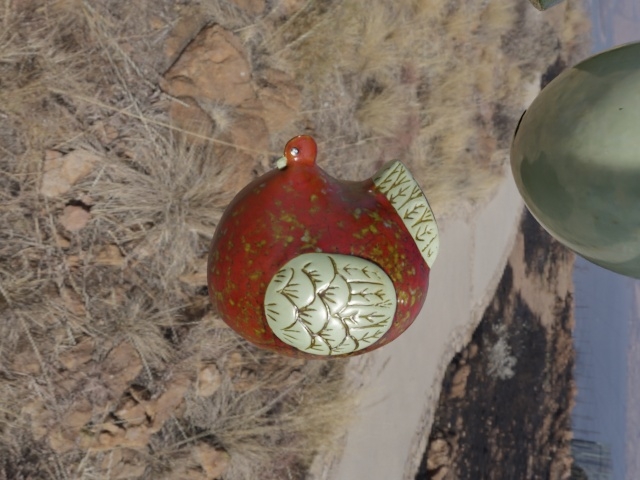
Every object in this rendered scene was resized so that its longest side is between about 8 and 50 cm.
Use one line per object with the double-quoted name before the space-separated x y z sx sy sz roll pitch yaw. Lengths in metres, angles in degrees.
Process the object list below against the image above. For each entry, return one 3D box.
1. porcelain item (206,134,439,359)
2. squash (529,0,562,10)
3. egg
"porcelain item" 0.000 0.000 0.600 0.253 0.252 0.253 5 84 -57
"squash" 0.226 -0.316 0.500 0.237 0.155 0.204 36 35 -35
"egg" 0.265 -0.061 0.433 0.186 0.253 0.187 -9 107 -32
